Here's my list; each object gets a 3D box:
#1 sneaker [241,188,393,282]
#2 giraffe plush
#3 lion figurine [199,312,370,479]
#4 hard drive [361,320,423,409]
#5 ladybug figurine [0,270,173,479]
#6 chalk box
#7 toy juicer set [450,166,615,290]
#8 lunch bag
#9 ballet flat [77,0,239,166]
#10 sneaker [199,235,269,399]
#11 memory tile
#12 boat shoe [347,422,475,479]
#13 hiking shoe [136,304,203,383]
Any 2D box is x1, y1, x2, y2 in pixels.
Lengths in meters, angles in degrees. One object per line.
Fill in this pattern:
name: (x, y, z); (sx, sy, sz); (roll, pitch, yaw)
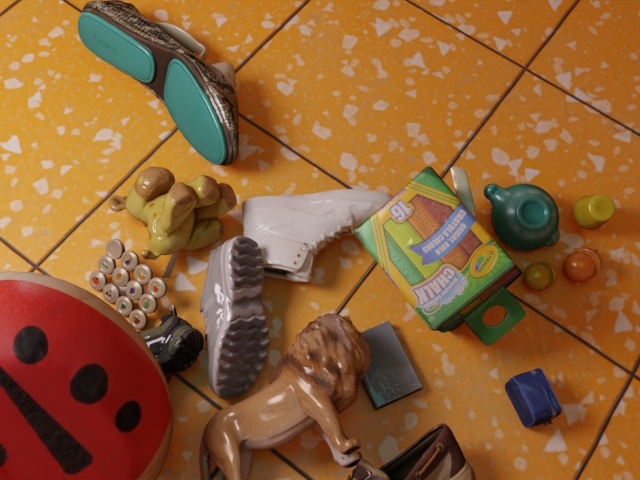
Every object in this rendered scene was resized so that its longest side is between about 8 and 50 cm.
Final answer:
sneaker: (0.000, 0.000, 1.325); (0.292, 0.108, 0.169); (-5, 66, 4)
giraffe plush: (-0.287, -0.064, 1.318); (0.170, 0.181, 0.210); (44, 103, 27)
lion figurine: (-0.076, 0.290, 1.148); (0.392, 0.142, 0.240); (-28, 58, -6)
hard drive: (0.110, 0.221, 1.264); (0.094, 0.022, 0.135); (-21, 67, -13)
ladybug figurine: (-0.379, 0.241, 1.007); (0.305, 0.449, 0.162); (-36, 30, -8)
chalk box: (0.229, 0.046, 1.240); (0.180, 0.179, 0.289); (-42, 71, 10)
toy juicer set: (0.393, -0.011, 1.373); (0.329, 0.089, 0.209); (10, 82, -1)
lunch bag: (0.375, 0.276, 1.232); (0.065, 0.067, 0.098); (-18, 68, -12)
ballet flat: (-0.288, -0.350, 1.452); (0.483, 0.164, 0.182); (42, 48, 17)
sneaker: (-0.160, 0.138, 1.256); (0.105, 0.115, 0.281); (15, 73, -39)
memory tile: (-0.346, 0.078, 1.268); (0.148, 0.012, 0.113); (40, 108, 15)
boat shoe: (0.082, 0.397, 1.103); (0.342, 0.123, 0.123); (-24, 95, -19)
hiking shoe: (-0.309, 0.216, 1.215); (0.227, 0.086, 0.114); (-41, 48, -13)
